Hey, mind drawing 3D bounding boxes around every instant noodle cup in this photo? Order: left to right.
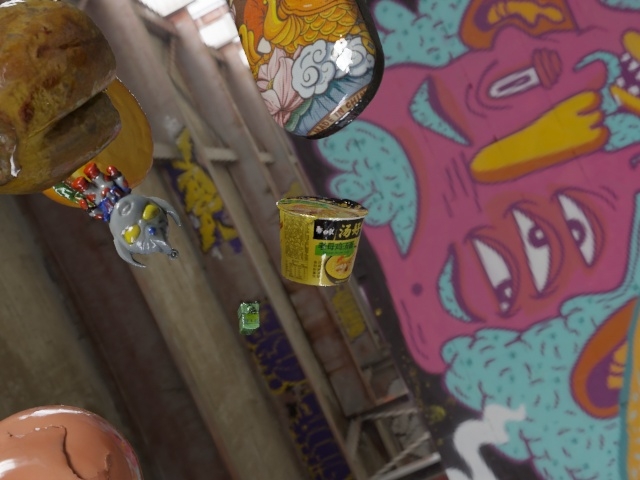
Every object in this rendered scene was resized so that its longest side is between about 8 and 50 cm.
[{"bbox_3d":[0.000,0.000,1.384,0.151,0.151,0.122,-81,-6,-76],"label":"instant noodle cup"}]

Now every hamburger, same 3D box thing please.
[{"bbox_3d":[-0.408,-0.165,1.431,0.246,0.170,0.246,37,-139,-41],"label":"hamburger"}]

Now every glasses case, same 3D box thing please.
[{"bbox_3d":[-0.028,-0.245,0.857,0.082,0.122,0.321,15,-133,-46],"label":"glasses case"}]

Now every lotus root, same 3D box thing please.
[{"bbox_3d":[-0.314,-0.136,0.906,0.188,0.199,0.180,51,-161,-23],"label":"lotus root"}]

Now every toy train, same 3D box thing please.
[{"bbox_3d":[-0.138,0.151,1.671,0.093,0.038,0.056,125,142,-72],"label":"toy train"}]

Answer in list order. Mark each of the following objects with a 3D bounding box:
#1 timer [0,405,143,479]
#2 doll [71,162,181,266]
[{"bbox_3d":[-0.333,0.318,1.050,0.215,0.230,0.229,97,149,-82],"label":"timer"},{"bbox_3d":[-0.283,-0.037,1.285,0.194,0.062,0.104,46,-131,-26],"label":"doll"}]
